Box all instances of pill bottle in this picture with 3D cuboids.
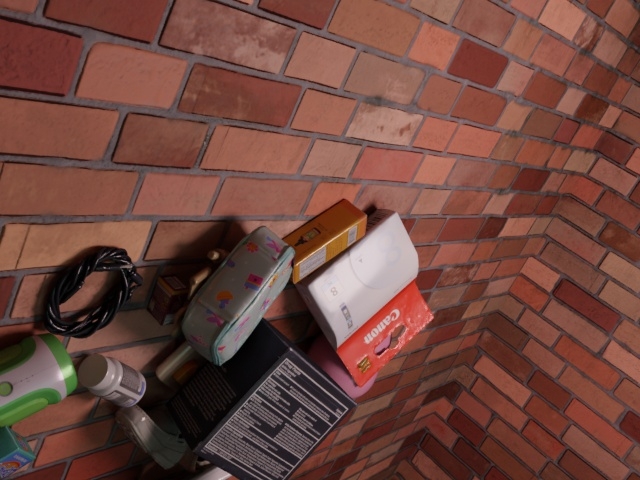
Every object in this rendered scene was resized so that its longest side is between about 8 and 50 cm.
[{"bbox_3d":[-0.408,0.273,1.368,0.078,0.078,0.137,-46,150,-9],"label":"pill bottle"}]

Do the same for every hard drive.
[{"bbox_3d":[-0.347,0.631,1.769,0.353,0.047,0.233,-18,168,-45],"label":"hard drive"}]

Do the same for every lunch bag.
[{"bbox_3d":[-0.158,0.115,1.427,0.279,0.108,0.224,-52,169,-22],"label":"lunch bag"}]

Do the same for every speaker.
[{"bbox_3d":[-0.550,0.258,1.111,0.296,0.131,0.131,-26,142,-37],"label":"speaker"}]

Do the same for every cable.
[{"bbox_3d":[-0.399,0.094,1.217,0.184,0.047,0.150,-38,148,-20],"label":"cable"}]

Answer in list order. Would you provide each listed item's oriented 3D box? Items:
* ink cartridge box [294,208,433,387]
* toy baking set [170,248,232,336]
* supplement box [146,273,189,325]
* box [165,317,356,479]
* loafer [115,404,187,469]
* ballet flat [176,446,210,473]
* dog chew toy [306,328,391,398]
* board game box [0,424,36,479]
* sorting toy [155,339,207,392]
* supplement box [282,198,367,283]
[{"bbox_3d":[0.143,0.159,1.805,0.308,0.091,0.385,-40,115,-21],"label":"ink cartridge box"},{"bbox_3d":[-0.236,0.102,1.425,0.197,0.030,0.256,-58,171,5],"label":"toy baking set"},{"bbox_3d":[-0.298,0.116,1.369,0.043,0.055,0.083,-7,129,-51],"label":"supplement box"},{"bbox_3d":[-0.128,0.371,1.582,0.294,0.183,0.296,-46,130,-4],"label":"box"},{"bbox_3d":[-0.365,0.418,1.564,0.111,0.112,0.319,-46,158,-19],"label":"loafer"},{"bbox_3d":[-0.235,0.489,1.810,0.316,0.106,0.107,-36,146,-25],"label":"ballet flat"},{"bbox_3d":[0.104,0.275,1.960,0.332,0.206,0.206,-58,150,-4],"label":"dog chew toy"},{"bbox_3d":[-0.572,0.381,1.109,0.210,0.047,0.160,-32,167,-21],"label":"board game box"},{"bbox_3d":[-0.263,0.269,1.581,0.193,0.038,0.208,-43,156,-13],"label":"sorting toy"},{"bbox_3d":[0.000,0.000,1.627,0.233,0.078,0.080,-32,148,-28],"label":"supplement box"}]
